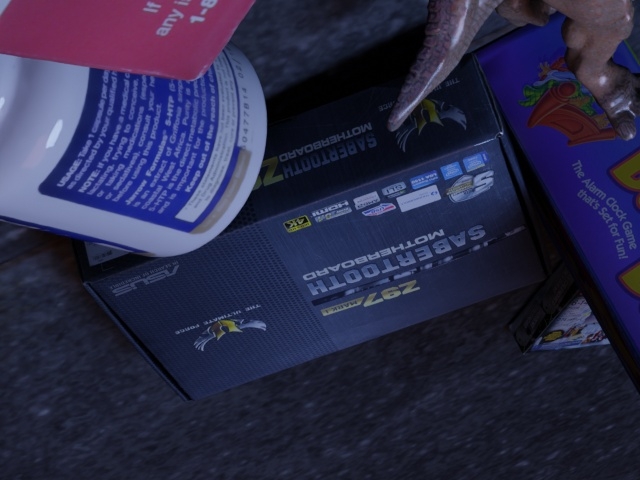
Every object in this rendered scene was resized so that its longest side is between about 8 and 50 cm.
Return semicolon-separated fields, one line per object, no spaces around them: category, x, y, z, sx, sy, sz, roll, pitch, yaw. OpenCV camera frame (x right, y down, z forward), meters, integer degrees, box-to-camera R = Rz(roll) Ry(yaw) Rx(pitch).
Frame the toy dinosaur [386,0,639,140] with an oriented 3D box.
toy dinosaur;0.144;-0.160;0.904;0.296;0.127;0.200;-19;146;14

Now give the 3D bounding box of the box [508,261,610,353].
box;0.210;0.038;1.378;0.137;0.027;0.094;-5;144;-34

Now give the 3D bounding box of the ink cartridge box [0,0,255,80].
ink cartridge box;-0.144;-0.207;0.522;0.385;0.160;0.279;4;136;-42

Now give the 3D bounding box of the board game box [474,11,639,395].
board game box;0.212;0.063;1.085;0.078;0.347;0.233;-28;152;4

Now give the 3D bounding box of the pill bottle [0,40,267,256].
pill bottle;-0.121;-0.061;0.854;0.112;0.112;0.187;-40;149;24

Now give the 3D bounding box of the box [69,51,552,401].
box;0.000;0.000;1.083;0.233;0.059;0.183;-19;153;5
